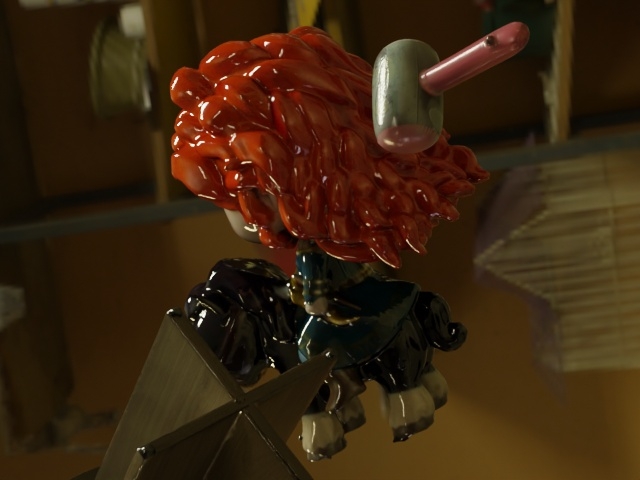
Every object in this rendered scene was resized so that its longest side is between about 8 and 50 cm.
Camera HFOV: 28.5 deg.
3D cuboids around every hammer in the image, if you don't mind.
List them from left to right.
[{"bbox_3d":[0.056,-0.071,0.535,0.031,0.083,0.052,19,-120,-39],"label":"hammer"}]

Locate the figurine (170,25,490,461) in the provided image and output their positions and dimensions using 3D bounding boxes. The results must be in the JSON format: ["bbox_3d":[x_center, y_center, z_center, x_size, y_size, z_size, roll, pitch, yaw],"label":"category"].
[{"bbox_3d":[-0.005,0.009,1.206,0.241,0.306,0.411,-25,-54,-53],"label":"figurine"}]

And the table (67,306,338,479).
[{"bbox_3d":[-0.077,0.151,0.738,0.226,0.167,0.167,119,160,-45],"label":"table"}]
